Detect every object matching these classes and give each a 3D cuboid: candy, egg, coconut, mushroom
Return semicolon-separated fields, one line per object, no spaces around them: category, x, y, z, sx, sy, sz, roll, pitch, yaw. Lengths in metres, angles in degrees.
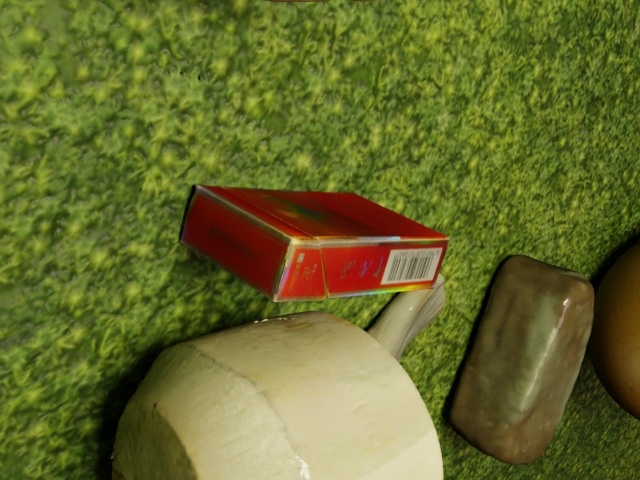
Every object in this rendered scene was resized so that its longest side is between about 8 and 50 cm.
candy;0.230;0.137;0.918;0.102;0.104;0.234;6;106;-48
egg;0.510;0.113;1.059;0.351;0.282;0.282;-20;125;-37
coconut;-0.026;0.164;0.589;0.241;0.241;0.241;-24;126;-36
mushroom;0.057;0.108;0.771;0.202;0.054;0.059;-50;144;-22

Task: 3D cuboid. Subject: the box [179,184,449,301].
box;0.000;0.001;0.600;0.175;0.112;0.048;0;112;-45
